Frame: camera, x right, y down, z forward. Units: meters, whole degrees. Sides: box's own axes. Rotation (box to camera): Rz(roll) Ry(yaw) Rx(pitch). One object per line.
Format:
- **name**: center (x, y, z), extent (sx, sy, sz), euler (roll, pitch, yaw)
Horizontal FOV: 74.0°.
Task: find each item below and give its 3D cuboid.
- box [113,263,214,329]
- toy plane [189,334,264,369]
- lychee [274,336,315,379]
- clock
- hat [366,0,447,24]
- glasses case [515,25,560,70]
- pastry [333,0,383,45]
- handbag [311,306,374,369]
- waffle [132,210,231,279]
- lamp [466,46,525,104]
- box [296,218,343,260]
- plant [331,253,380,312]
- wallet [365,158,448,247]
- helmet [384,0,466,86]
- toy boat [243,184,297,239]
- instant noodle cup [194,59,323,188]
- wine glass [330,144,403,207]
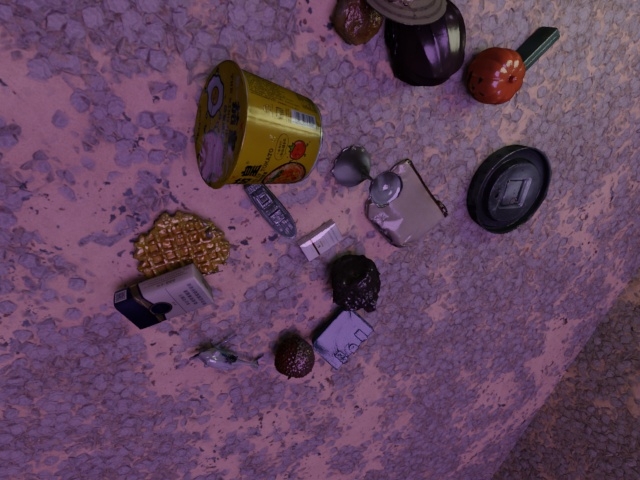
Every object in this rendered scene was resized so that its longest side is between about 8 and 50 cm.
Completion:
- **box**: center (-0.490, 0.181, 1.344), extent (0.260, 0.071, 0.168), euler (-22, 142, -3)
- **toy plane**: center (-0.340, 0.458, 1.594), extent (0.182, 0.107, 0.273), euler (-37, 130, 4)
- **lychee**: center (-0.102, 0.472, 1.676), extent (0.165, 0.165, 0.197), euler (-3, 106, -24)
- **clock**: center (0.784, -0.211, 1.769), extent (0.387, 0.076, 0.385), euler (-11, 121, -19)
- **hat**: center (0.239, -0.699, 1.123), extent (0.252, 0.251, 0.110), euler (-16, 159, -17)
- **glasses case**: center (0.743, -0.669, 1.492), extent (0.184, 0.078, 0.039), euler (-45, 128, 4)
- **pastry**: center (0.109, -0.636, 1.210), extent (0.153, 0.081, 0.153), euler (-12, 118, -23)
- **handbag**: center (0.092, 0.396, 1.736), extent (0.179, 0.062, 0.229), euler (44, 90, -7)
- **waffle**: center (-0.435, 0.034, 1.343), extent (0.281, 0.060, 0.262), euler (31, 104, -33)
- **lamp**: center (0.597, -0.553, 1.436), extent (0.188, 0.164, 0.187), euler (-11, 119, -21)
- **box**: center (0.000, 0.000, 1.538), extent (0.154, 0.040, 0.084), euler (-33, 128, -4)
- **plant**: center (0.137, 0.170, 1.615), extent (0.178, 0.204, 0.234), euler (1, 140, 18)
- **wallet**: center (0.324, -0.123, 1.612), extent (0.275, 0.068, 0.335), euler (-45, 120, -1)
- **helmet**: center (0.331, -0.607, 1.275), extent (0.225, 0.177, 0.305), euler (-25, 126, -8)
- **toy boat**: center (-0.153, -0.093, 1.386), extent (0.078, 0.085, 0.260), euler (-38, 126, -2)
- **instant noodle cup**: center (-0.164, -0.290, 1.150), extent (0.254, 0.325, 0.325), euler (1, 117, -37)
- **wine glass**: center (0.155, -0.204, 1.378), extent (0.156, 0.232, 0.156), euler (-12, 121, -20)
